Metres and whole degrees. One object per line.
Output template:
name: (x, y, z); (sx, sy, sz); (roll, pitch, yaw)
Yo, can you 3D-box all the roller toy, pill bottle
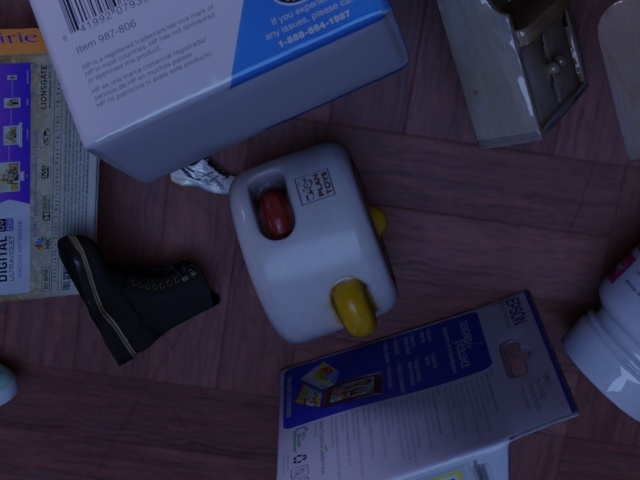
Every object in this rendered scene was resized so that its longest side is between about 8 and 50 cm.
roller toy: (0.000, 0.000, 1.378); (0.146, 0.209, 0.191); (-20, 101, 5)
pill bottle: (0.404, 0.054, 1.415); (0.160, 0.160, 0.283); (39, 103, -12)

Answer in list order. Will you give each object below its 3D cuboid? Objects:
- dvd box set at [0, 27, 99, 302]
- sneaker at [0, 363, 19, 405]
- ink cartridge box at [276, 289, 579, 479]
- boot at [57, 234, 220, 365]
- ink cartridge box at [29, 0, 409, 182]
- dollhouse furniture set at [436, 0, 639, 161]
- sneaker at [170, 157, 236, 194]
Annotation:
dvd box set: (-0.433, -0.060, 1.318); (0.420, 0.062, 0.308); (-6, 126, -19)
sneaker: (-0.460, 0.106, 1.461); (0.255, 0.094, 0.151); (10, 113, -1)
ink cartridge box: (0.104, 0.182, 1.381); (0.307, 0.304, 0.072); (-17, 110, 6)
boot: (-0.194, 0.036, 1.418); (0.137, 0.077, 0.198); (-29, 146, -10)
ink cartridge box: (-0.127, -0.295, 1.199); (0.285, 0.166, 0.395); (-23, 77, 7)
dollhouse furniture set: (0.318, -0.257, 1.226); (0.394, 0.362, 0.257); (-7, 112, 34)
sneaker: (-0.122, -0.074, 1.441); (0.083, 0.032, 0.037); (10, 108, -4)
